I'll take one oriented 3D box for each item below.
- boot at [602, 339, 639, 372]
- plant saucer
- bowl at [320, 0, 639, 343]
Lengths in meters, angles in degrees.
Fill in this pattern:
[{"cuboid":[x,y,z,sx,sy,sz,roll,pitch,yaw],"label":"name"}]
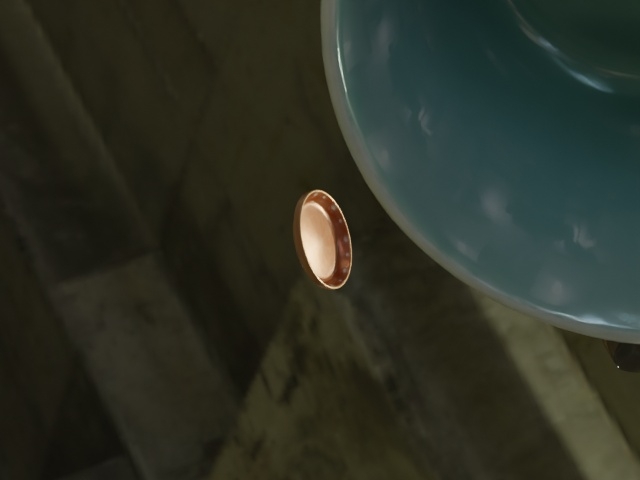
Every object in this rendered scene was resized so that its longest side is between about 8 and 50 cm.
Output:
[{"cuboid":[0.278,-0.047,1.129,0.305,0.112,0.115,-60,-142,34],"label":"boot"},{"cuboid":[0.000,0.000,1.267,0.013,0.083,0.083,-13,-84,29],"label":"plant saucer"},{"cuboid":[0.160,-0.124,0.680,0.163,0.311,0.312,-82,173,-57],"label":"bowl"}]
